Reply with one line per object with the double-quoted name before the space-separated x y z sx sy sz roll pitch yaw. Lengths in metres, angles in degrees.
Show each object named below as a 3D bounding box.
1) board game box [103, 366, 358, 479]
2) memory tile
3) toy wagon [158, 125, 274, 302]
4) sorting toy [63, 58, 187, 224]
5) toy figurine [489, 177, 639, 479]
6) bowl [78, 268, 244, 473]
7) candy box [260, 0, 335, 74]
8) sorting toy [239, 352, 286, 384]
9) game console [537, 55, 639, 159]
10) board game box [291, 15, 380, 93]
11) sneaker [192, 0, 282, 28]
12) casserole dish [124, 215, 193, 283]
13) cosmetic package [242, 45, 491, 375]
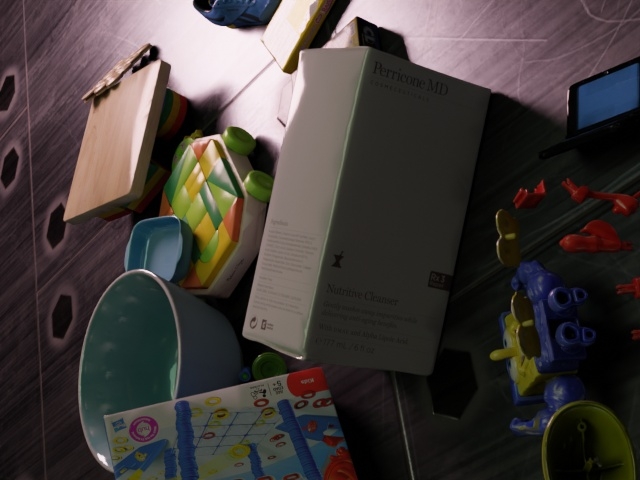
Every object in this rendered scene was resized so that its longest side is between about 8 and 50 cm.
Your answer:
"board game box" -0.103 0.339 1.673 0.086 0.308 0.302 90 165 -52
"memory tile" -0.382 -0.316 2.428 0.113 0.012 0.148 -24 23 41
"toy wagon" -0.191 -0.061 2.118 0.267 0.068 0.344 -55 41 27
"sorting toy" -0.338 -0.160 2.314 0.255 0.089 0.257 -17 57 51
"toy figurine" 0.278 0.136 1.402 0.217 0.191 0.362 111 150 -69
"bowl" -0.232 0.208 2.002 0.311 0.163 0.311 -17 68 51
"candy box" -0.021 -0.370 2.020 0.206 0.027 0.105 -58 37 24
"sorting toy" -0.091 0.206 1.919 0.102 0.061 0.042 -61 4 10
"game console" 0.308 -0.150 1.465 0.122 0.107 0.071 -21 91 50
"board game box" 0.026 -0.180 1.863 0.165 0.042 0.243 -35 48 42
"sneaker" -0.137 -0.398 2.143 0.209 0.082 0.069 -2 76 52
"casserole dish" -0.259 0.021 2.096 0.188 0.037 0.114 -7 73 52
"cosmetic package" 0.059 -0.037 1.647 0.156 0.217 0.385 13 92 55
